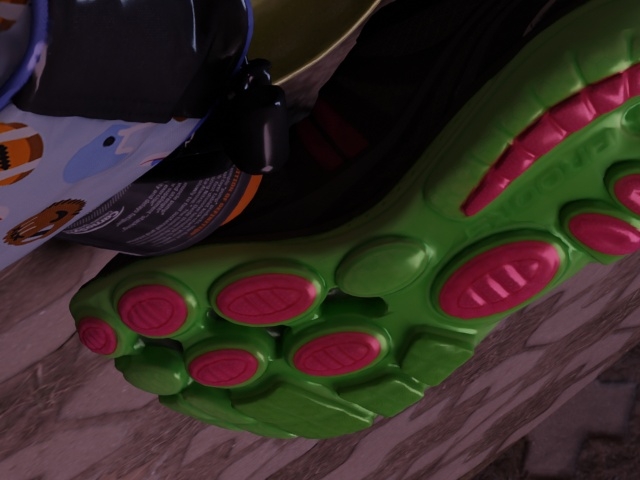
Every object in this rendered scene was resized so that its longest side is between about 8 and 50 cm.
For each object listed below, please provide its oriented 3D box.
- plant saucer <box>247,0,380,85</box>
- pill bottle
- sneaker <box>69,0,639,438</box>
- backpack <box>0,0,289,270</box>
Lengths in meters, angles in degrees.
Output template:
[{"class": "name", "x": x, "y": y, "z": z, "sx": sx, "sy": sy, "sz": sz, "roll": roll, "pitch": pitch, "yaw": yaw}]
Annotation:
[{"class": "plant saucer", "x": -0.070, "y": -0.162, "z": 0.739, "sx": 0.241, "sy": 0.037, "sz": 0.241, "roll": -7, "pitch": 127, "yaw": -10}, {"class": "pill bottle", "x": -0.114, "y": -0.061, "z": 0.931, "sx": 0.130, "sy": 0.130, "sz": 0.245, "roll": -39, "pitch": 161, "yaw": 13}, {"class": "sneaker", "x": 0.051, "y": -0.029, "z": 1.106, "sx": 0.482, "sy": 0.185, "sz": 0.202, "roll": -27, "pitch": -150, "yaw": 25}, {"class": "backpack", "x": -0.186, "y": -0.080, "z": 0.573, "sx": 0.213, "sy": 0.276, "sz": 0.263, "roll": -5, "pitch": 153, "yaw": -49}]
